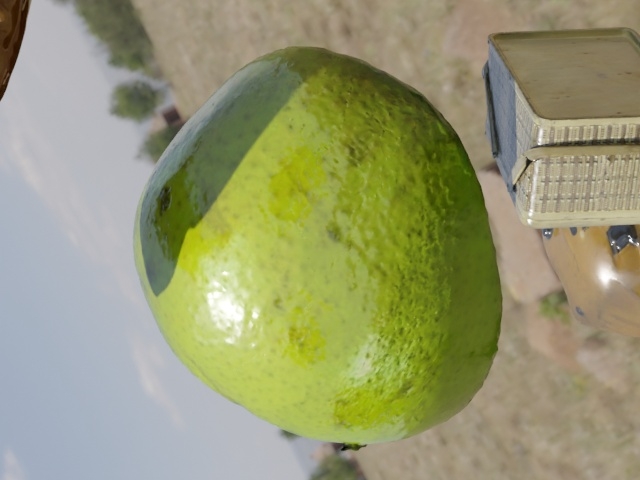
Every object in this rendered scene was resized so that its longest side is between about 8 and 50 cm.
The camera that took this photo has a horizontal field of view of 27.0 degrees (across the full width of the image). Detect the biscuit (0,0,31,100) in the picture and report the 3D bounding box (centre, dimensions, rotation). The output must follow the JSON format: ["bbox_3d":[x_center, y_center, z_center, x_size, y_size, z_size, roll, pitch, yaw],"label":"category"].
[{"bbox_3d":[-0.162,-0.098,0.537,0.066,0.220,0.220,20,-162,-27],"label":"biscuit"}]

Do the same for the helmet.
[{"bbox_3d":[0.322,-0.019,1.289,0.130,0.198,0.224,101,170,-62],"label":"helmet"}]

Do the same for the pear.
[{"bbox_3d":[-0.005,-0.001,0.896,0.288,0.139,0.239,36,125,12],"label":"pear"}]

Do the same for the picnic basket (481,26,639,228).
[{"bbox_3d":[0.178,-0.079,0.901,0.164,0.115,0.079,-98,8,-59],"label":"picnic basket"}]
